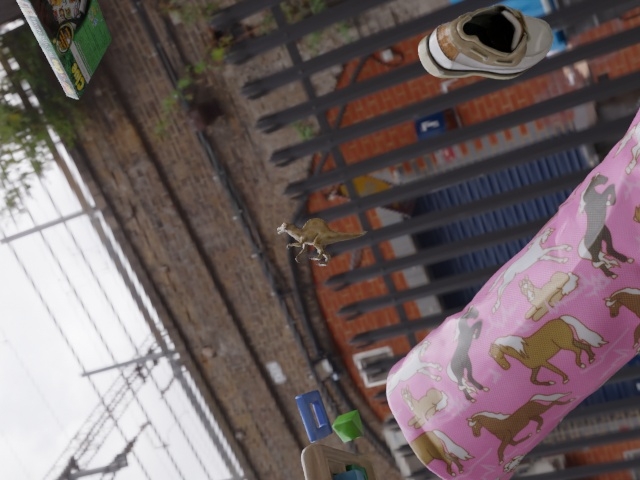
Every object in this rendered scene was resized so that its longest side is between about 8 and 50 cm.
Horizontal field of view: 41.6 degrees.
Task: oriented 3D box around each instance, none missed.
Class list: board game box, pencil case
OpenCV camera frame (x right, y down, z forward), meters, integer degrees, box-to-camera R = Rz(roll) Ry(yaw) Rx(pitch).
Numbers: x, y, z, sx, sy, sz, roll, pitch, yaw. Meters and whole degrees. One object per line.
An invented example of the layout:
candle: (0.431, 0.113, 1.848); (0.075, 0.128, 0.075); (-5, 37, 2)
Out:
board game box: (-0.401, -0.352, 1.339); (0.259, 0.030, 0.136); (88, -161, -66)
pencil case: (0.222, 0.056, 0.741); (0.160, 0.386, 0.167); (26, -149, -21)

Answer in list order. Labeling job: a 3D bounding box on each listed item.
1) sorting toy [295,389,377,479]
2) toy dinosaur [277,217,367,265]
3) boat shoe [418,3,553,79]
sorting toy: (0.054, 0.352, 1.068); (0.196, 0.047, 0.347); (34, -143, -60)
toy dinosaur: (0.000, 0.000, 1.694); (0.053, 0.183, 0.092); (86, -170, -72)
boat shoe: (0.314, -0.347, 1.463); (0.302, 0.103, 0.113); (-19, -96, -35)
